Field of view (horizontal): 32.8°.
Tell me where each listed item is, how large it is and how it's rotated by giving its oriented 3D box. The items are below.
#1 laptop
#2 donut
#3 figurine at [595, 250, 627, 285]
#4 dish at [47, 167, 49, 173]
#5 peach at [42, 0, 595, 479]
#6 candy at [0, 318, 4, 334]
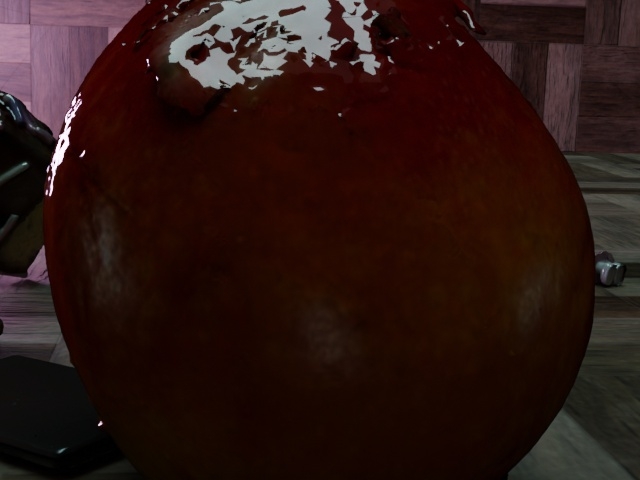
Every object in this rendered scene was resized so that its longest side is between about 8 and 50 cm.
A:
[{"bbox_3d":[-0.221,0.132,0.850,0.207,0.026,0.154,7,13,32],"label":"laptop"},{"bbox_3d":[-0.417,-0.093,1.233,0.259,0.136,0.345,34,-20,-4],"label":"donut"},{"bbox_3d":[0.356,0.025,1.474,0.072,0.054,0.129,-1,12,-39],"label":"figurine"},{"bbox_3d":[-0.307,-0.030,1.452,0.227,0.086,0.236,14,-24,17],"label":"dish"},{"bbox_3d":[0.000,0.000,0.684,0.370,0.370,0.370,2,10,0],"label":"peach"},{"bbox_3d":[-0.401,-0.023,1.029,0.143,0.271,0.101,-13,-12,-21],"label":"candy"}]
